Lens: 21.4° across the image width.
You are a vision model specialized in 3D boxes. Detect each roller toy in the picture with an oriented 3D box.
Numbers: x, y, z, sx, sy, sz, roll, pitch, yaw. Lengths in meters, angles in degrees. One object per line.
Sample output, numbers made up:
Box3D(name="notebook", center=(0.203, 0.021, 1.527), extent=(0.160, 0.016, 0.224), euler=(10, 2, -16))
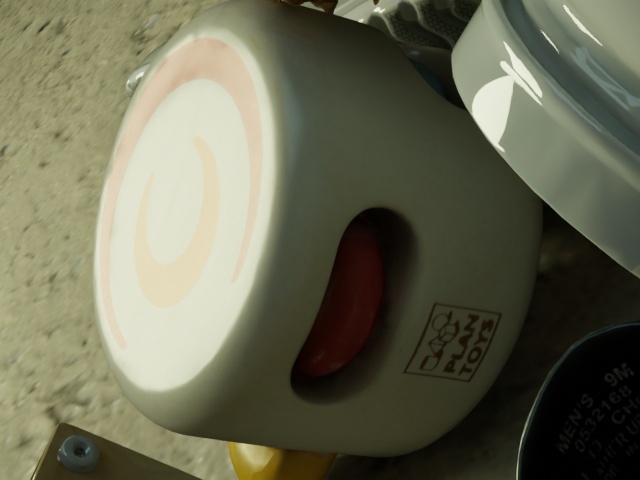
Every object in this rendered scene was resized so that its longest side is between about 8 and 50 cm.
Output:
Box3D(name="roller toy", center=(0.000, 0.000, 0.755), extent=(0.191, 0.146, 0.209), euler=(-30, 55, 51))

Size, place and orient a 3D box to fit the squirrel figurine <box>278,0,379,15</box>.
Box3D(name="squirrel figurine", center=(0.090, -0.286, 0.677), extent=(0.370, 0.281, 0.397), euler=(-30, 27, 27))

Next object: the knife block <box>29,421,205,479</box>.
Box3D(name="knife block", center=(-0.108, 0.195, 0.621), extent=(0.275, 0.088, 0.242), euler=(-74, 9, -48))

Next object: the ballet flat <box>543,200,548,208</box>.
Box3D(name="ballet flat", center=(0.055, -0.029, 0.881), extent=(0.232, 0.080, 0.073), euler=(22, 94, 64))

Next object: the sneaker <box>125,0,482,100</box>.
Box3D(name="sneaker", center=(0.003, -0.124, 1.029), extent=(0.281, 0.105, 0.115), euler=(-13, 46, 37))

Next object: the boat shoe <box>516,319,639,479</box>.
Box3D(name="boat shoe", center=(0.099, 0.064, 0.377), extent=(0.127, 0.113, 0.340), euler=(-52, 2, -2))

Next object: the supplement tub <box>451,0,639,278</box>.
Box3D(name="supplement tub", center=(0.212, -0.140, 0.530), extent=(0.331, 0.241, 0.241), euler=(-57, 18, 25))
